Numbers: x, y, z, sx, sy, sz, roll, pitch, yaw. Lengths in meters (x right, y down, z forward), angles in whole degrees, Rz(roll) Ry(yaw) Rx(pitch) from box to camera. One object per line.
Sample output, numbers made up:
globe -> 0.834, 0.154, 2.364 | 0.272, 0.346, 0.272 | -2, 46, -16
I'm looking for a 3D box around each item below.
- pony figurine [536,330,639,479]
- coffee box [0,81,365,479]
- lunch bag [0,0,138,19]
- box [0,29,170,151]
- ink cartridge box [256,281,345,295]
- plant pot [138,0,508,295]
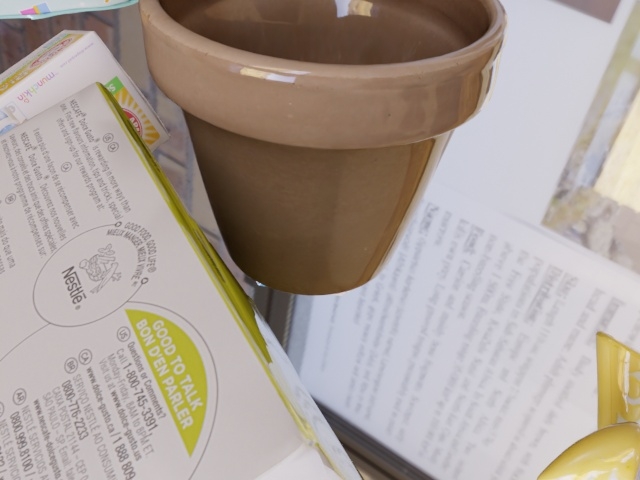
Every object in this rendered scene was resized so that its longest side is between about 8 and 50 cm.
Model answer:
pony figurine -> 0.233, 0.296, 0.499 | 0.363, 0.351, 0.303 | -61, 166, 5
coffee box -> -0.159, 0.172, 0.506 | 0.334, 0.338, 0.338 | -32, 136, -7
lunch bag -> -0.304, -0.340, 0.761 | 0.279, 0.108, 0.224 | -10, 123, -14
box -> -0.242, -0.071, 0.620 | 0.203, 0.114, 0.103 | -41, 120, -14
ink cartridge box -> 0.000, 0.000, 1.163 | 0.148, 0.086, 0.203 | -48, 147, 22
plant pot -> -0.006, -0.088, 0.612 | 0.263, 0.263, 0.229 | -40, 147, -43
